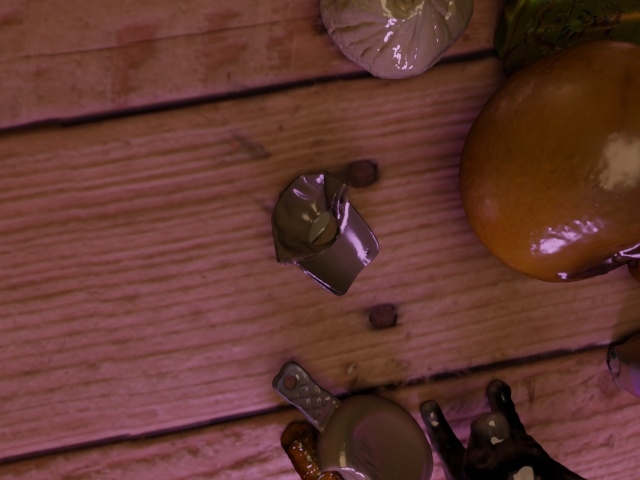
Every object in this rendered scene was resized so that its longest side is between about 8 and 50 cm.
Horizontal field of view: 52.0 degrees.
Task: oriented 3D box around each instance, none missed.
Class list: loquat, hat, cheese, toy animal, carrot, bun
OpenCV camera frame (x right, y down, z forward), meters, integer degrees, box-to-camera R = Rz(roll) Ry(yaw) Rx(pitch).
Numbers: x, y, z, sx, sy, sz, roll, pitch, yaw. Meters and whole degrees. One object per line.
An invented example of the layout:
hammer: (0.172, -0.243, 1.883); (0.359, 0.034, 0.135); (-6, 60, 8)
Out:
loquat: (0.340, -0.120, 0.872); (0.328, 0.328, 0.360); (-16, 65, -5)
hat: (0.000, 0.000, 0.958); (0.147, 0.085, 0.175); (-46, 125, -10)
cheese: (0.042, 0.286, 0.973); (0.286, 0.082, 0.163); (40, 59, -11)
toy animal: (0.290, 0.401, 0.937); (0.194, 0.302, 0.345); (-19, 102, -8)
carrot: (0.029, 0.391, 1.017); (0.070, 0.070, 0.260); (-35, 101, -2)
bun: (0.107, -0.334, 0.880); (0.220, 0.134, 0.221); (-1, 100, -7)

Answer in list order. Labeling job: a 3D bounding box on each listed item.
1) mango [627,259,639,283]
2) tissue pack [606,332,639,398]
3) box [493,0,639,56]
mango: (0.551, 0.038, 0.958); (0.262, 0.157, 0.109); (19, 85, -33)
tissue pack: (0.591, 0.190, 0.969); (0.214, 0.256, 0.123); (-22, 98, -5)
box: (0.414, -0.344, 0.913); (0.311, 0.173, 0.043); (-7, 60, -7)
